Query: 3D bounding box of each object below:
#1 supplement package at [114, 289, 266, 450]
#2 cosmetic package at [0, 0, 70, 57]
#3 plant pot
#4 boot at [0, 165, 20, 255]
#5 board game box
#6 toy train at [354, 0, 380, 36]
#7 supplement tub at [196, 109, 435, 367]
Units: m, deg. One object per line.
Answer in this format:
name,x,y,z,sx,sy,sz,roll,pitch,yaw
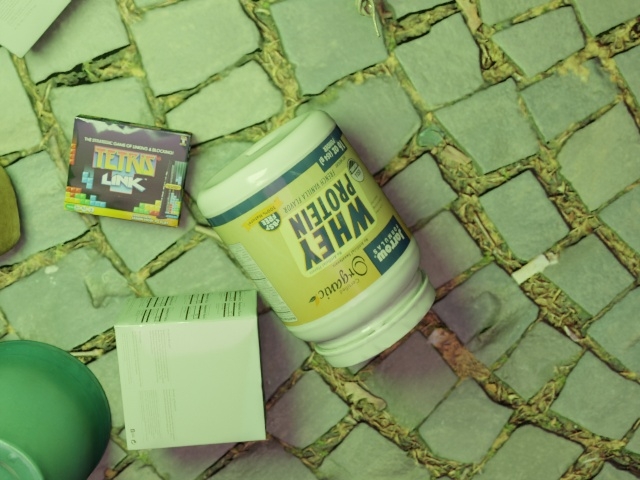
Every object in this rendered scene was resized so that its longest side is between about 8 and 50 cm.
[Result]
supplement package,-0.189,0.189,1.381,0.203,0.149,0.194,-4,103,-3
cosmetic package,-0.386,-0.463,1.173,0.377,0.097,0.284,-47,141,7
plant pot,-0.460,0.313,1.339,0.271,0.255,0.272,-1,103,-4
boot,-0.526,-0.115,1.334,0.115,0.112,0.305,-19,101,-30
board game box,-0.283,-0.103,1.361,0.170,0.048,0.141,8,103,-6
toy train,-0.011,-0.393,1.290,0.143,0.105,0.248,-11,104,9
supplement tub,0.000,0.000,1.310,0.228,0.228,0.316,-35,103,4
